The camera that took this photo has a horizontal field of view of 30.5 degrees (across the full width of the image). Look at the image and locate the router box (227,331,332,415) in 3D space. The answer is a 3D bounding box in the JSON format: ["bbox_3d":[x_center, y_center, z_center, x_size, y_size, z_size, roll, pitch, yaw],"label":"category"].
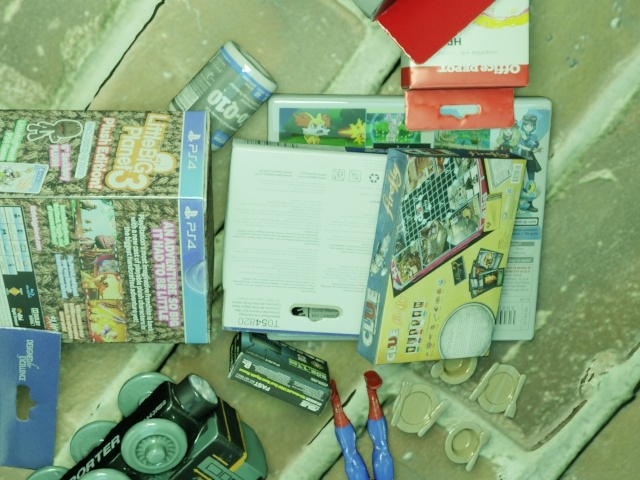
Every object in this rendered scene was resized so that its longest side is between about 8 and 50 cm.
[{"bbox_3d":[-0.049,0.155,1.410,0.122,0.092,0.038,24,104,-11],"label":"router box"}]

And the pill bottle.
[{"bbox_3d":[-0.121,-0.150,1.318,0.078,0.078,0.137,42,101,-14],"label":"pill bottle"}]

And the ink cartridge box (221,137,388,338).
[{"bbox_3d":[0.000,0.000,1.353,0.223,0.045,0.224,4,107,-5],"label":"ink cartridge box"}]

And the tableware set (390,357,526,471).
[{"bbox_3d":[0.172,0.197,1.447,0.169,0.020,0.141,33,90,-27],"label":"tableware set"}]

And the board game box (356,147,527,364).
[{"bbox_3d":[0.137,0.018,1.331,0.165,0.042,0.243,0,108,-30],"label":"board game box"}]

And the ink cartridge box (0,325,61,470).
[{"bbox_3d":[-0.460,0.191,1.338,0.307,0.072,0.303,11,137,-5],"label":"ink cartridge box"}]

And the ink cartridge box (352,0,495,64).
[{"bbox_3d":[0.128,-0.379,1.174,0.309,0.130,0.272,-42,91,-4],"label":"ink cartridge box"}]

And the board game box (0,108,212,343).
[{"bbox_3d":[-0.263,-0.012,1.273,0.291,0.141,0.232,1,136,-4],"label":"board game box"}]

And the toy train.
[{"bbox_3d":[-0.222,0.307,1.427,0.334,0.142,0.190,-44,117,10],"label":"toy train"}]

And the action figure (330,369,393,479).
[{"bbox_3d":[0.067,0.319,1.450,0.091,0.139,0.280,-13,110,2],"label":"action figure"}]

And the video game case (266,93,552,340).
[{"bbox_3d":[0.100,-0.024,1.394,0.329,0.036,0.300,0,107,-3],"label":"video game case"}]

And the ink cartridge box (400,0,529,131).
[{"bbox_3d":[0.157,-0.236,1.290,0.134,0.078,0.231,-2,97,-3],"label":"ink cartridge box"}]
